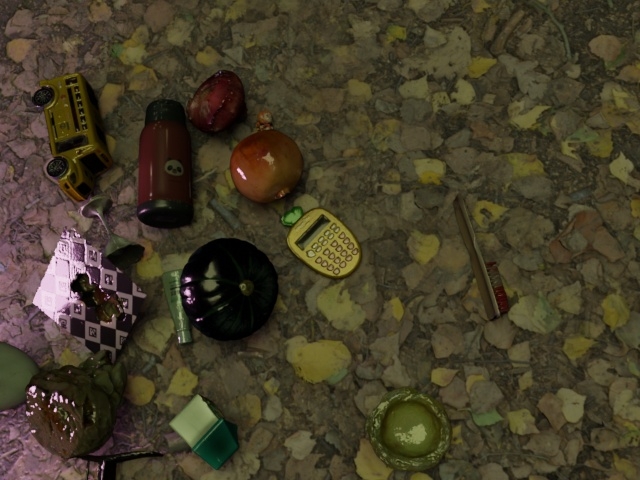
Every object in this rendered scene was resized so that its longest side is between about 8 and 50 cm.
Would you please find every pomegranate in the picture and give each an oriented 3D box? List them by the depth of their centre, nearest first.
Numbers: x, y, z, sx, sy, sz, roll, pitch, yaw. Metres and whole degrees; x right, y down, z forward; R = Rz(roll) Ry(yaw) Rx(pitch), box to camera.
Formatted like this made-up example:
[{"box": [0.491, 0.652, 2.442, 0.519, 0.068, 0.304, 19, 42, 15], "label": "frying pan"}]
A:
[{"box": [-0.135, -0.185, 1.900, 0.191, 0.191, 0.191, -2, 72, 6], "label": "pomegranate"}]

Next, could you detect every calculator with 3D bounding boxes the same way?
[{"box": [0.000, 0.000, 1.896, 0.235, 0.032, 0.146, 41, 81, 15], "label": "calculator"}]

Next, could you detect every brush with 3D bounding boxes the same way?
[{"box": [0.392, 0.035, 1.826, 0.050, 0.060, 0.321, -12, 71, -10], "label": "brush"}]

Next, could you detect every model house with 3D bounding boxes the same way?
[{"box": [-0.255, 0.446, 1.733, 0.100, 0.127, 0.149, -45, 70, -8], "label": "model house"}]

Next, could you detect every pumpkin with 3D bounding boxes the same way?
[{"box": [-0.235, 0.118, 1.807, 0.248, 0.248, 0.248, -2, 72, 6], "label": "pumpkin"}]

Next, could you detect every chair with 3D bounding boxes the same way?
[{"box": [-0.475, 0.548, 1.751, 0.212, 0.084, 0.102, -1, 69, 6], "label": "chair"}]

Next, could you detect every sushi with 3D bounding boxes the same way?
[{"box": [-0.568, 0.136, 1.880, 0.290, 0.050, 0.264, 36, 114, 14], "label": "sushi"}]

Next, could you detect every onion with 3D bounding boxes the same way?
[{"box": [-0.262, -0.357, 1.993, 0.184, 0.147, 0.184, -33, 42, 36], "label": "onion"}]

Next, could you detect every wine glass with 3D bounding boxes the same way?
[{"box": [-0.546, -0.020, 1.928, 0.122, 0.122, 0.183, -33, 69, -4], "label": "wine glass"}]

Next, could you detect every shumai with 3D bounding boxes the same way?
[{"box": [-0.553, 0.379, 1.762, 0.255, 0.189, 0.218, 13, 29, 29], "label": "shumai"}]

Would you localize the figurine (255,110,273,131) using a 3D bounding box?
[{"box": [-0.145, -0.298, 1.997, 0.047, 0.064, 0.109, -25, 60, 21], "label": "figurine"}]

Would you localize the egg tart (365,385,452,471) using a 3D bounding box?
[{"box": [0.203, 0.435, 1.709, 0.197, 0.078, 0.197, -2, 74, 6], "label": "egg tart"}]

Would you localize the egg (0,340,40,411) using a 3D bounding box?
[{"box": [-0.810, 0.329, 1.808, 0.264, 0.183, 0.183, 2, 72, 0], "label": "egg"}]

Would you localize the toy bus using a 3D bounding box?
[{"box": [-0.655, -0.276, 2.003, 0.151, 0.145, 0.331, -18, 70, -1], "label": "toy bus"}]

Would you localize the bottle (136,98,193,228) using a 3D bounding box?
[{"box": [-0.402, -0.209, 1.956, 0.143, 0.144, 0.336, -5, 70, 5], "label": "bottle"}]

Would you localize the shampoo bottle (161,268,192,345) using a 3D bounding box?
[{"box": [-0.354, 0.168, 1.879, 0.069, 0.041, 0.191, -11, 72, -2], "label": "shampoo bottle"}]
